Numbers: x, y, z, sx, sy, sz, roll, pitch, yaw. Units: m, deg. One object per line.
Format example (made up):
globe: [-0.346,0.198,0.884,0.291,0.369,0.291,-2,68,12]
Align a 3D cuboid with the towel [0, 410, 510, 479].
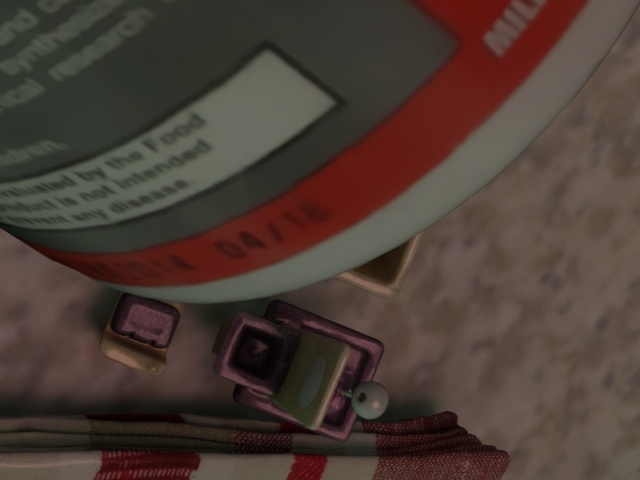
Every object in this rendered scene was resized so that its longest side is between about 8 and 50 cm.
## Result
towel: [-0.110,0.158,0.641,0.329,0.037,0.237,5,115,-33]

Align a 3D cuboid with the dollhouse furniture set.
dollhouse furniture set: [0.000,0.000,0.588,0.091,0.081,0.114,23,87,-17]

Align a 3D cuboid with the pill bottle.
pill bottle: [-0.103,-0.150,0.353,0.363,0.210,0.210,34,94,-41]
